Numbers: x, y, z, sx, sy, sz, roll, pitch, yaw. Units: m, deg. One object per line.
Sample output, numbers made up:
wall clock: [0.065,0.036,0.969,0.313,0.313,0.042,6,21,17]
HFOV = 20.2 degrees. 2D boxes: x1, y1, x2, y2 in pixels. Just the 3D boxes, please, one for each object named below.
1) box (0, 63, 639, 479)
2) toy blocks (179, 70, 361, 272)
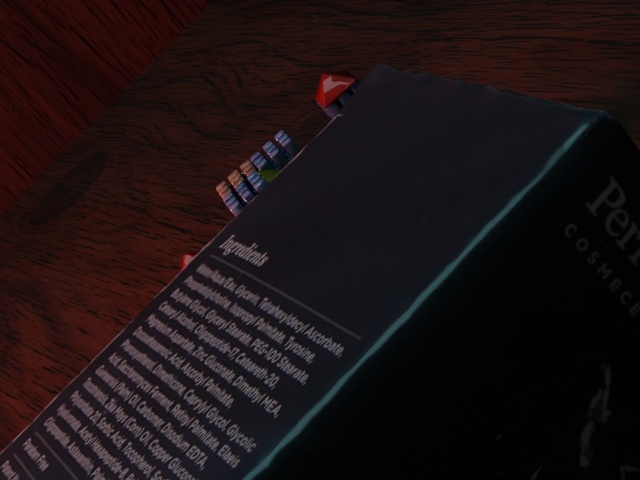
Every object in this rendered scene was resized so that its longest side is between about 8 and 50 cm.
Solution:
box: [0.070,0.236,1.046,0.472,0.480,0.297,-47,23,-10]
toy blocks: [0.000,0.000,1.940,0.381,0.261,0.191,-42,21,2]
